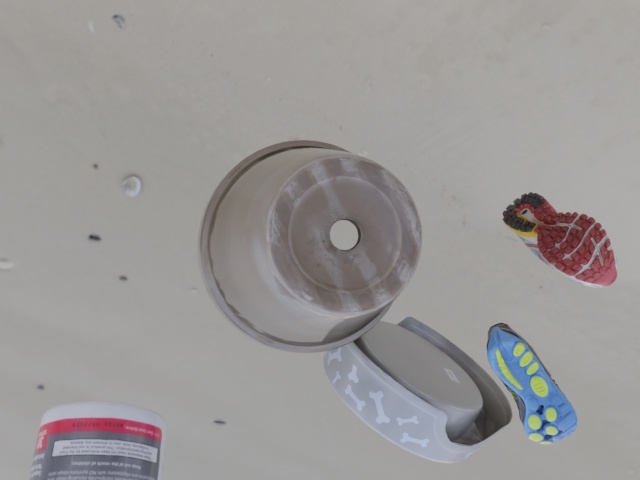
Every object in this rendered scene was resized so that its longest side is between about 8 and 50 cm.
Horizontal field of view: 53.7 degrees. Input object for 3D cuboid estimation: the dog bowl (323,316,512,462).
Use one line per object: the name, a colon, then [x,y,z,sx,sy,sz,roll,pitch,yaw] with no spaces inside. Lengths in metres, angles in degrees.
dog bowl: [0.160,0.244,1.113,0.349,0.349,0.102,25,106,-19]

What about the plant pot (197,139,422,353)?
plant pot: [0.000,0.000,0.859,0.323,0.323,0.280,15,172,-11]

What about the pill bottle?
pill bottle: [-0.309,0.391,0.842,0.176,0.318,0.176,-1,150,-1]

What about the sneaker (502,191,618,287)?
sneaker: [0.364,0.004,0.935,0.088,0.225,0.093,-43,118,9]

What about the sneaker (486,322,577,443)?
sneaker: [0.262,0.177,0.786,0.067,0.078,0.188,-27,109,17]
